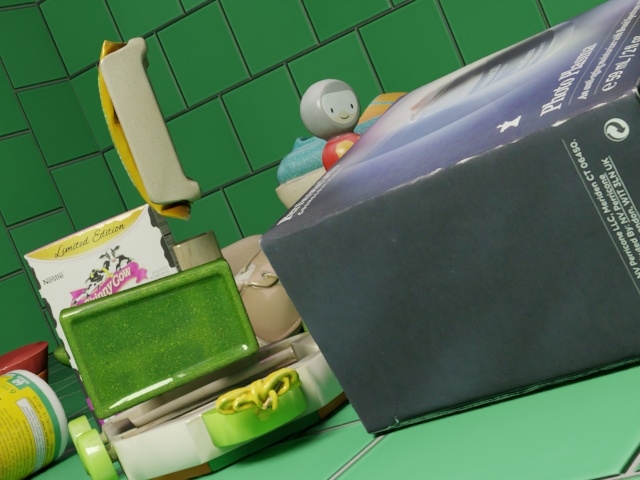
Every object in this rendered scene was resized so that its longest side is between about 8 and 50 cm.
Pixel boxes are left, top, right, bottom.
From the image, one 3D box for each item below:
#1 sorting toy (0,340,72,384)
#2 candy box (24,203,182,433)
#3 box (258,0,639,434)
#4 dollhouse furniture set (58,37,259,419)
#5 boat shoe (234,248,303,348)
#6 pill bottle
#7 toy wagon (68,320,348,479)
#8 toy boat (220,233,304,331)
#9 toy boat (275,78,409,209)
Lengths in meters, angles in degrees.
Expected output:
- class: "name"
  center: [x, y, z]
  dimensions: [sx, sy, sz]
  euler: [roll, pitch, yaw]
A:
- class: "sorting toy"
  center: [-0.275, 0.175, 1.596]
  dimensions: [0.365, 0.126, 0.127]
  euler: [-17, 9, 20]
- class: "candy box"
  center: [-0.219, 0.091, 1.468]
  dimensions: [0.159, 0.233, 0.071]
  euler: [-23, 3, 3]
- class: "box"
  center: [0.161, -0.036, 0.927]
  dimensions: [0.294, 0.183, 0.296]
  euler: [-22, 15, 33]
- class: "dollhouse furniture set"
  center: [-0.181, -0.019, 1.153]
  dimensions: [0.151, 0.301, 0.197]
  euler: [-21, 6, -6]
- class: "boat shoe"
  center: [-0.051, 0.055, 1.512]
  dimensions: [0.098, 0.109, 0.302]
  euler: [-56, 2, 23]
- class: "pill bottle"
  center: [-0.388, 0.230, 1.383]
  dimensions: [0.117, 0.118, 0.208]
  euler: [-20, 4, 43]
- class: "toy wagon"
  center: [-0.080, 0.144, 1.107]
  dimensions: [0.267, 0.068, 0.344]
  euler: [-24, 4, -14]
- class: "toy boat"
  center: [-0.103, 0.097, 1.693]
  dimensions: [0.231, 0.151, 0.151]
  euler: [-26, -25, -43]
- class: "toy boat"
  center: [0.053, -0.117, 1.520]
  dimensions: [0.267, 0.148, 0.318]
  euler: [-21, 0, 12]
